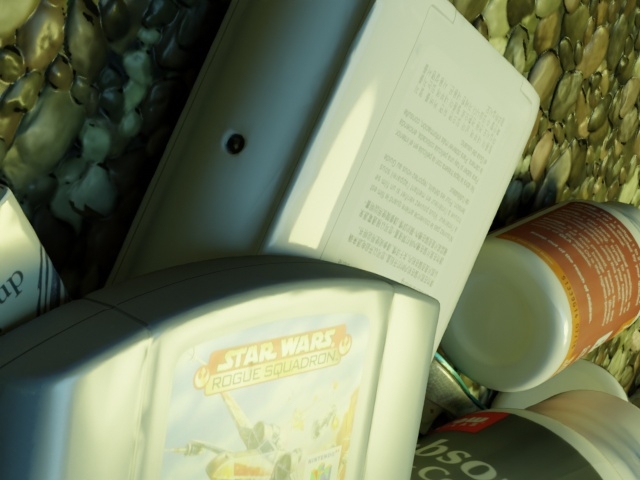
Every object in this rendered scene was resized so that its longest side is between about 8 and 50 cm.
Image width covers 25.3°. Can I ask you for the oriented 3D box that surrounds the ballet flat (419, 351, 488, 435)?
[{"bbox_3d":[0.092,0.128,1.120,0.052,0.057,0.168,-53,146,-7],"label":"ballet flat"}]

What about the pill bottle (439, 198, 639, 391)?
[{"bbox_3d":[0.192,0.035,1.151,0.216,0.121,0.121,-21,125,-50],"label":"pill bottle"}]

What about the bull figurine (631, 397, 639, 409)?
[{"bbox_3d":[0.397,0.223,1.511,0.310,0.101,0.188,-41,134,-47],"label":"bull figurine"}]

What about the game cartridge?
[{"bbox_3d":[-0.047,0.108,0.695,0.297,0.062,0.198,-8,115,-51],"label":"game cartridge"}]

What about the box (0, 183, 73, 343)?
[{"bbox_3d":[-0.160,0.088,0.676,0.113,0.094,0.275,-50,144,-25],"label":"box"}]

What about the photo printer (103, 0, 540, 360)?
[{"bbox_3d":[0.000,0.000,0.854,0.256,0.107,0.308,27,86,-58],"label":"photo printer"}]

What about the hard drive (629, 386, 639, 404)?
[{"bbox_3d":[0.361,0.305,1.642,0.203,0.040,0.308,-34,134,-43],"label":"hard drive"}]

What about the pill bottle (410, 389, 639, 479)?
[{"bbox_3d":[0.105,0.242,1.027,0.363,0.210,0.210,-18,123,-44],"label":"pill bottle"}]

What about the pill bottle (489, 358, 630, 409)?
[{"bbox_3d":[0.244,0.214,1.329,0.130,0.130,0.246,-58,148,-16],"label":"pill bottle"}]
